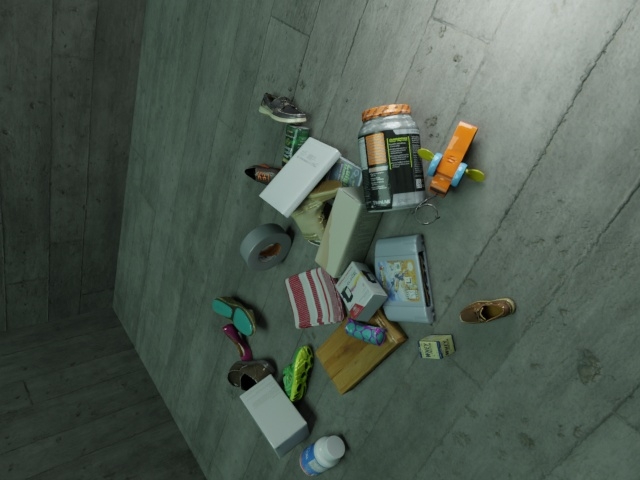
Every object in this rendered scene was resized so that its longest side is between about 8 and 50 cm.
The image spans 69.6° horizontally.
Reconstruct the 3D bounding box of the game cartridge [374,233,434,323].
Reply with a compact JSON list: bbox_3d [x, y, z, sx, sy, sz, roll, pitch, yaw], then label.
[{"bbox_3d":[0.278,0.134,1.570,0.198,0.062,0.296,-8,92,44],"label":"game cartridge"}]

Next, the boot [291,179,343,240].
[{"bbox_3d":[0.003,-0.108,1.762,0.262,0.095,0.203,-17,117,27],"label":"boot"}]

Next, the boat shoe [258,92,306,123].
[{"bbox_3d":[-0.159,-0.542,1.877,0.285,0.103,0.092,34,126,46],"label":"boat shoe"}]

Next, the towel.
[{"bbox_3d":[-0.031,0.244,1.945,0.329,0.037,0.236,-21,81,48],"label":"towel"}]

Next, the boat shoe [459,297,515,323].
[{"bbox_3d":[0.480,0.210,1.356,0.178,0.060,0.064,-26,78,47],"label":"boat shoe"}]

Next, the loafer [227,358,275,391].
[{"bbox_3d":[-0.379,0.686,2.315,0.133,0.130,0.366,50,137,-8],"label":"loafer"}]

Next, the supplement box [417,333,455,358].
[{"bbox_3d":[0.373,0.340,1.482,0.083,0.083,0.056,-13,88,48],"label":"supplement box"}]

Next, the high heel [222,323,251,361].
[{"bbox_3d":[-0.436,0.550,2.388,0.082,0.117,0.243,-12,89,48],"label":"high heel"}]

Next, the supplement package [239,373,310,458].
[{"bbox_3d":[-0.207,0.803,2.106,0.293,0.178,0.175,45,156,33],"label":"supplement package"}]

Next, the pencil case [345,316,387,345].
[{"bbox_3d":[0.158,0.321,1.622,0.152,0.065,0.070,8,119,46],"label":"pencil case"}]

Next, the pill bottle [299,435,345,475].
[{"bbox_3d":[0.011,0.915,1.968,0.124,0.124,0.221,58,133,22],"label":"pill bottle"}]

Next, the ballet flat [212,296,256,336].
[{"bbox_3d":[-0.408,0.372,2.327,0.349,0.123,0.123,23,114,39],"label":"ballet flat"}]

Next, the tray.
[{"bbox_3d":[0.142,0.405,1.759,0.202,0.076,0.410,55,132,24],"label":"tray"}]

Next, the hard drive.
[{"bbox_3d":[-0.082,-0.244,1.745,0.307,0.040,0.203,-50,42,-2],"label":"hard drive"}]

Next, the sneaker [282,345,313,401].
[{"bbox_3d":[-0.116,0.587,2.052,0.124,0.110,0.295,33,121,35],"label":"sneaker"}]

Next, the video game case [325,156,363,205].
[{"bbox_3d":[0.083,-0.209,1.736,0.173,0.022,0.190,37,123,37],"label":"video game case"}]

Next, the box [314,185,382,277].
[{"bbox_3d":[0.106,-0.031,1.657,0.121,0.148,0.310,41,124,36],"label":"box"}]

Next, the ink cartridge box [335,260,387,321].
[{"bbox_3d":[0.140,0.178,1.623,0.127,0.072,0.175,-58,39,24],"label":"ink cartridge box"}]

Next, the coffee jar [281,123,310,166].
[{"bbox_3d":[-0.102,-0.372,1.863,0.096,0.079,0.184,30,119,41],"label":"coffee jar"}]

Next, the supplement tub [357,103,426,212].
[{"bbox_3d":[0.222,-0.252,1.447,0.194,0.194,0.315,-1,97,48],"label":"supplement tub"}]

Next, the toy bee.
[{"bbox_3d":[0.358,-0.198,1.355,0.298,0.162,0.195,-43,79,10],"label":"toy bee"}]

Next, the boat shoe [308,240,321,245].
[{"bbox_3d":[0.000,0.000,1.849,0.137,0.049,0.043,29,121,37],"label":"boat shoe"}]

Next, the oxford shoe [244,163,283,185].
[{"bbox_3d":[-0.229,-0.273,2.007,0.271,0.098,0.096,19,111,44],"label":"oxford shoe"}]

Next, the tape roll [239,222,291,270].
[{"bbox_3d":[-0.236,0.030,1.988,0.072,0.219,0.219,50,130,31],"label":"tape roll"}]
